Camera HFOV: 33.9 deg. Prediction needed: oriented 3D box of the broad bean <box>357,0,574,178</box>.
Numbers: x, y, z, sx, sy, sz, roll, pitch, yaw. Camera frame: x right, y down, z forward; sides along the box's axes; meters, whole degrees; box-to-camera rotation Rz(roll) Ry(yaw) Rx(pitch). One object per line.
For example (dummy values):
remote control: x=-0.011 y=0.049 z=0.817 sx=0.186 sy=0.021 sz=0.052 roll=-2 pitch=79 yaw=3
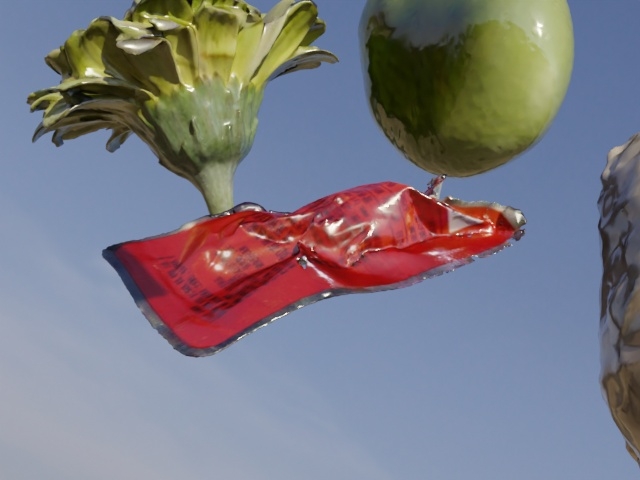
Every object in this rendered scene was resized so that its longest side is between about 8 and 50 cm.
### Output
broad bean: x=0.139 y=-0.189 z=1.063 sx=0.119 sy=0.238 sz=0.291 roll=20 pitch=21 yaw=-38

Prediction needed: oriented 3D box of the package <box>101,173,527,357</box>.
package: x=0.000 y=0.000 z=0.728 sx=0.269 sy=0.071 sz=0.194 roll=-10 pitch=15 yaw=-24

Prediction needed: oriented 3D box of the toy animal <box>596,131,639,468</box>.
toy animal: x=0.247 y=0.065 z=0.426 sx=0.226 sy=0.358 sz=0.188 roll=-30 pitch=-34 yaw=2

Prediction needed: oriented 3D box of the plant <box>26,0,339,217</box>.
plant: x=-0.139 y=-0.131 z=1.039 sx=0.306 sy=0.297 sz=0.261 roll=-14 pitch=-34 yaw=12
